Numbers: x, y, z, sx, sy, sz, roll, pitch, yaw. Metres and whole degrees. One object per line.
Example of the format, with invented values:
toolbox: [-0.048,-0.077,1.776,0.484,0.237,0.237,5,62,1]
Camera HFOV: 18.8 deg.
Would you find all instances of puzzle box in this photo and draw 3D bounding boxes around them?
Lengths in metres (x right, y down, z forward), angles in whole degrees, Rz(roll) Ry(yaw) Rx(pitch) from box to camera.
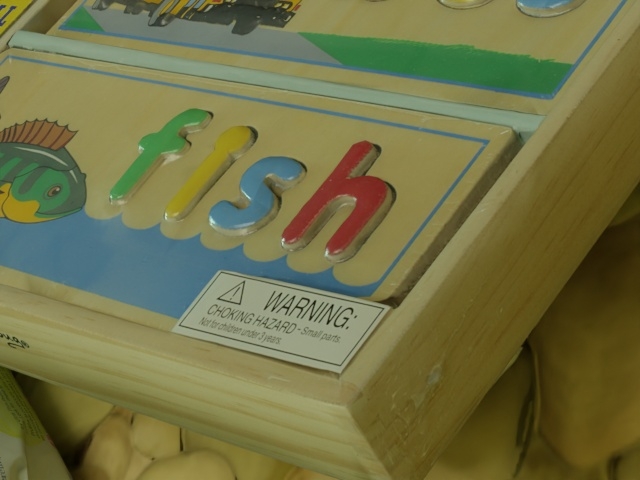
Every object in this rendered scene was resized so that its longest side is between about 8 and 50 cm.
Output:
puzzle box: [-0.048,-0.059,0.796,0.409,0.052,0.272,12,54,43]

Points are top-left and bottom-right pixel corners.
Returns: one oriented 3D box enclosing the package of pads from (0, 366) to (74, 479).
package of pads: [-0.251,0.120,0.977,0.229,0.101,0.296,-53,47,16]

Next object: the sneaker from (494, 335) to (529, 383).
sneaker: [0.000,0.000,0.813,0.095,0.090,0.235,-48,48,-2]
